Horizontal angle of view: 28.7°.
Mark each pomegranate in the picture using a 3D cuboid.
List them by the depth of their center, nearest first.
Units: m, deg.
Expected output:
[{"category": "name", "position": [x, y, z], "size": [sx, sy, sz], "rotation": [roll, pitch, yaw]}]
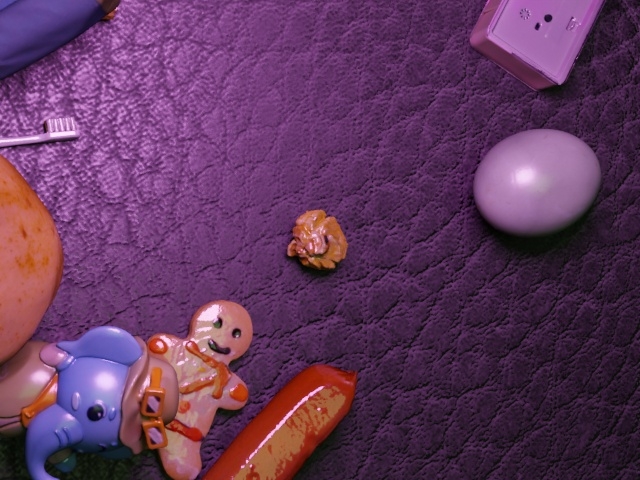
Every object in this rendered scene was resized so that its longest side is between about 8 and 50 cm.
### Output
[{"category": "pomegranate", "position": [-0.431, 0.019, 1.408], "size": [0.307, 0.307, 0.307], "rotation": [2, 86, -20]}]

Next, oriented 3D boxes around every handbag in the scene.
[{"category": "handbag", "position": [-0.392, -0.325, 1.448], "size": [0.241, 0.222, 0.263], "rotation": [-32, 99, -1]}]

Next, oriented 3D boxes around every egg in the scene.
[{"category": "egg", "position": [0.302, -0.080, 1.740], "size": [0.192, 0.149, 0.149], "rotation": [-18, 93, -28]}]

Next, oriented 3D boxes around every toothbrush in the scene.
[{"category": "toothbrush", "position": [-0.464, -0.118, 1.528], "size": [0.342, 0.025, 0.030], "rotation": [-9, 83, -21]}]

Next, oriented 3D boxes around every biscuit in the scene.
[{"category": "biscuit", "position": [-0.165, 0.182, 1.615], "size": [0.153, 0.030, 0.234], "rotation": [37, 75, -16]}]

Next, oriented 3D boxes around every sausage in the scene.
[{"category": "sausage", "position": [-0.079, 0.286, 1.602], "size": [0.094, 0.097, 0.348], "rotation": [46, 72, -19]}]

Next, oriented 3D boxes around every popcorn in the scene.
[{"category": "popcorn", "position": [0.000, 0.000, 1.662], "size": [0.084, 0.084, 0.084], "rotation": [2, 86, -20]}]

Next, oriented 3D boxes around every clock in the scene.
[{"category": "clock", "position": [0.317, -0.333, 1.805], "size": [0.147, 0.071, 0.192], "rotation": [31, 77, -16]}]

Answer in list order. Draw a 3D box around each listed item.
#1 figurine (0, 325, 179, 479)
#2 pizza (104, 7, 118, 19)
[{"category": "figurine", "position": [-0.299, 0.198, 1.505], "size": [0.262, 0.154, 0.180], "rotation": [-13, 95, 5]}, {"category": "pizza", "position": [-0.317, -0.349, 1.592], "size": [0.160, 0.036, 0.099], "rotation": [33, 84, -15]}]
